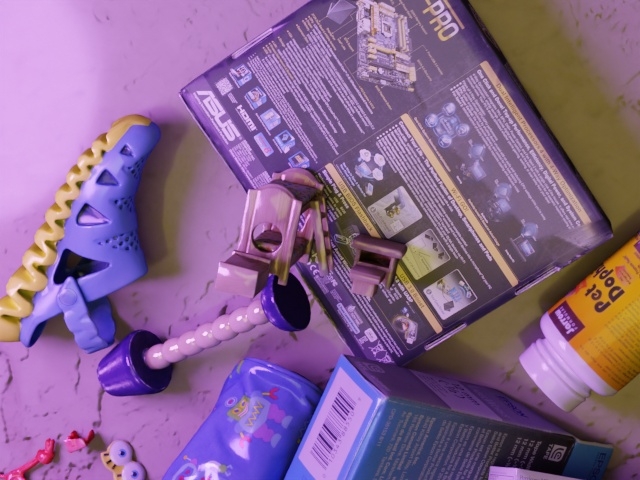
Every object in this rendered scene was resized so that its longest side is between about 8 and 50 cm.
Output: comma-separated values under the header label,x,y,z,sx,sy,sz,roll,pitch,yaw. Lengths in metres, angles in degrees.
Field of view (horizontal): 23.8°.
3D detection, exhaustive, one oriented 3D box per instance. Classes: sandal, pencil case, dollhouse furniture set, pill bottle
label,x,y,z,sx,sy,sz,roll,pitch,yaw
sandal,-0.252,0.003,1.718,0.138,0.126,0.317,29,110,-2
pencil case,-0.114,0.270,1.677,0.133,0.119,0.306,27,72,20
dollhouse furniture set,0.000,0.000,1.552,0.161,0.182,0.101,14,105,9
pill bottle,0.323,0.088,1.653,0.215,0.117,0.117,-43,92,11

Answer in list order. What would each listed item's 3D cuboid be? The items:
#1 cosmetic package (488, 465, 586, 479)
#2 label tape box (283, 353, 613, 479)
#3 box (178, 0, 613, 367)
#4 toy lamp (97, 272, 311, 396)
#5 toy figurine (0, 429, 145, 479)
label,x,y,z,sx,sy,sz,roll,pitch,yaw
cosmetic package,0.291,0.310,1.650,0.239,0.060,0.099,13,81,-24
label tape box,0.132,0.287,1.693,0.348,0.115,0.249,16,104,-35
box,0.083,-0.090,1.666,0.318,0.097,0.395,-33,94,14
toy lamp,-0.138,0.112,1.706,0.275,0.080,0.080,-23,96,29
toy figurine,-0.276,0.421,1.733,0.191,0.217,0.362,-18,96,10
